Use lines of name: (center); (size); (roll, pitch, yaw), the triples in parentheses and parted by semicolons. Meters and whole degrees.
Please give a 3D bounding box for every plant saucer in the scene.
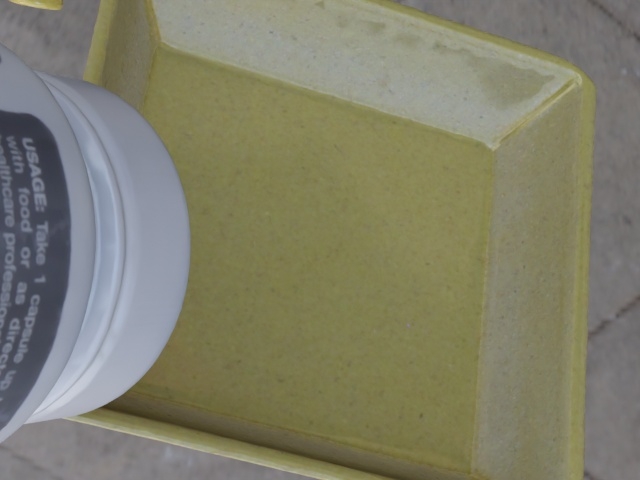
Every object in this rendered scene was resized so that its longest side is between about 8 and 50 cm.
plant saucer: (0.000, 0.000, 0.937); (0.333, 0.332, 0.081); (16, 149, -15)

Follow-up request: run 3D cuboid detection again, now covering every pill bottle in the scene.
pill bottle: (-0.221, 0.001, 0.611); (0.204, 0.361, 0.204); (-1, 88, 30)

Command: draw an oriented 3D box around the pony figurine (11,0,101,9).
pony figurine: (-0.229, -0.372, 1.209); (0.351, 0.303, 0.363); (4, 103, -31)
